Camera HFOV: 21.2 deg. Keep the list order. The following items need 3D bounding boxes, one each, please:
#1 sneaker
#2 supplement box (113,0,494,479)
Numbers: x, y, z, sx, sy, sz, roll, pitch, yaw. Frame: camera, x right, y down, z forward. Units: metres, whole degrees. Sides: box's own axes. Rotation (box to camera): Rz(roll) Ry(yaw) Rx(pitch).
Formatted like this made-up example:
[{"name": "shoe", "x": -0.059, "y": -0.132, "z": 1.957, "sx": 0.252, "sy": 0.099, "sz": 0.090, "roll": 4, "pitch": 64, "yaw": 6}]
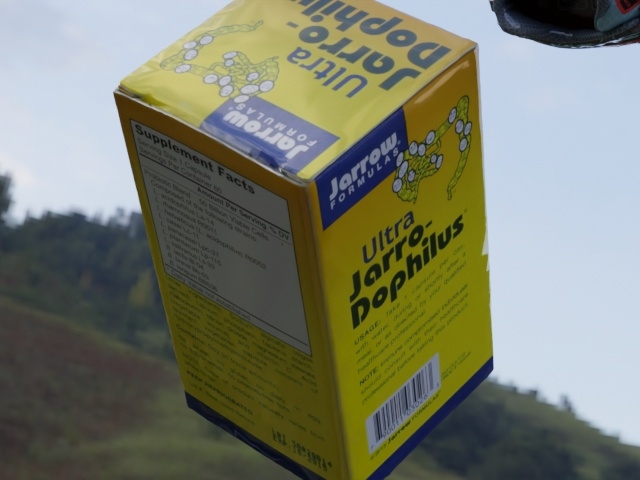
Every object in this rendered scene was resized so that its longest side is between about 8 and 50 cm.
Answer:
[{"name": "sneaker", "x": 0.242, "y": -0.174, "z": 1.216, "sx": 0.262, "sy": 0.104, "sz": 0.125, "roll": -6, "pitch": 8, "yaw": 33}, {"name": "supplement box", "x": 0.000, "y": 0.000, "z": 1.344, "sx": 0.194, "sy": 0.195, "sz": 0.356, "roll": 28, "pitch": -36, "yaw": 32}]
